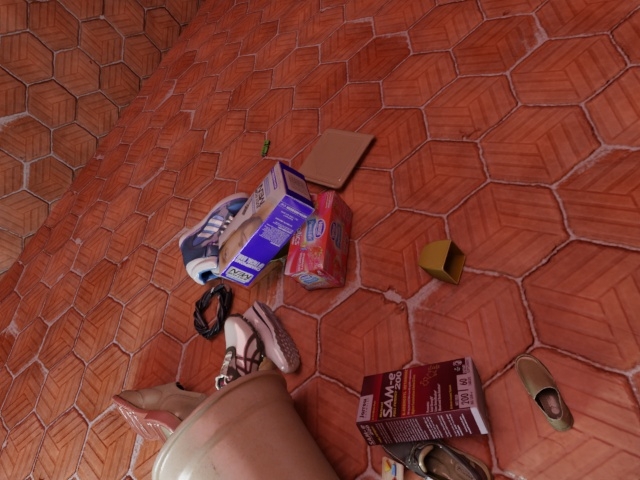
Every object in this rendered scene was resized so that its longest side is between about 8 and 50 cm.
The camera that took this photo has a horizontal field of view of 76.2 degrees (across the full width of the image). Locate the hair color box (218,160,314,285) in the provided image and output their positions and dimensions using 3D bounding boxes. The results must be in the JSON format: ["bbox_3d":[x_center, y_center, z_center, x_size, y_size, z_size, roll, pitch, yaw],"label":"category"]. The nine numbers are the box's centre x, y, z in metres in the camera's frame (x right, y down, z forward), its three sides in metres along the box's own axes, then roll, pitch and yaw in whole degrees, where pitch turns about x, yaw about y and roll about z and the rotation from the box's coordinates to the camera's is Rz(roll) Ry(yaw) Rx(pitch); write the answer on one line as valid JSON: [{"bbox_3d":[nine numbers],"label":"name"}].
[{"bbox_3d":[-0.172,-0.047,1.211,0.339,0.110,0.185,-49,34,25],"label":"hair color box"}]

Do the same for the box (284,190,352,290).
[{"bbox_3d":[0.000,0.000,1.168,0.128,0.122,0.257,-9,56,30],"label":"box"}]

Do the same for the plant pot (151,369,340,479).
[{"bbox_3d":[-0.110,0.494,0.817,0.305,0.334,0.334,38,86,32],"label":"plant pot"}]

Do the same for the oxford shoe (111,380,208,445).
[{"bbox_3d":[-0.470,0.489,1.194,0.396,0.141,0.146,-3,29,38],"label":"oxford shoe"}]

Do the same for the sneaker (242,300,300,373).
[{"bbox_3d":[-0.141,0.274,1.105,0.095,0.090,0.235,-43,51,4],"label":"sneaker"}]

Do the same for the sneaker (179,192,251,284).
[{"bbox_3d":[-0.326,0.010,1.399,0.322,0.130,0.236,-37,57,2],"label":"sneaker"}]

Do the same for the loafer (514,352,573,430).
[{"bbox_3d":[0.413,0.273,0.757,0.056,0.050,0.148,-33,48,12],"label":"loafer"}]

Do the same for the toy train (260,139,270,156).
[{"bbox_3d":[-0.220,-0.370,1.635,0.023,0.017,0.083,-1,60,22],"label":"toy train"}]

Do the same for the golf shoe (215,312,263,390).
[{"bbox_3d":[-0.207,0.318,1.037,0.105,0.120,0.273,-35,67,40],"label":"golf shoe"}]

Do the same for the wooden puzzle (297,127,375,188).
[{"bbox_3d":[0.046,-0.279,1.381,0.220,0.044,0.239,23,72,42],"label":"wooden puzzle"}]

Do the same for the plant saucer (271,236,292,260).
[{"bbox_3d":[-0.127,-0.033,1.336,0.240,0.037,0.241,-18,53,25],"label":"plant saucer"}]

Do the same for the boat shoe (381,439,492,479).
[{"bbox_3d":[0.209,0.416,0.786,0.223,0.073,0.080,9,69,39],"label":"boat shoe"}]

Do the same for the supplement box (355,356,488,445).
[{"bbox_3d":[0.199,0.324,0.821,0.239,0.073,0.130,-20,22,23],"label":"supplement box"}]

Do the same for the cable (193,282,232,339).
[{"bbox_3d":[-0.356,0.229,1.315,0.150,0.047,0.185,-13,55,27],"label":"cable"}]

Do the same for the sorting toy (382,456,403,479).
[{"bbox_3d":[0.141,0.482,0.811,0.062,0.012,0.084,-21,62,59],"label":"sorting toy"}]

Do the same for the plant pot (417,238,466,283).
[{"bbox_3d":[0.283,0.049,0.976,0.083,0.081,0.081,1,62,47],"label":"plant pot"}]
